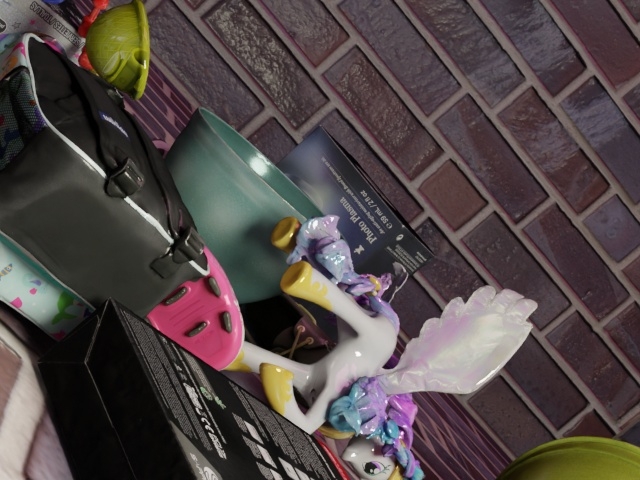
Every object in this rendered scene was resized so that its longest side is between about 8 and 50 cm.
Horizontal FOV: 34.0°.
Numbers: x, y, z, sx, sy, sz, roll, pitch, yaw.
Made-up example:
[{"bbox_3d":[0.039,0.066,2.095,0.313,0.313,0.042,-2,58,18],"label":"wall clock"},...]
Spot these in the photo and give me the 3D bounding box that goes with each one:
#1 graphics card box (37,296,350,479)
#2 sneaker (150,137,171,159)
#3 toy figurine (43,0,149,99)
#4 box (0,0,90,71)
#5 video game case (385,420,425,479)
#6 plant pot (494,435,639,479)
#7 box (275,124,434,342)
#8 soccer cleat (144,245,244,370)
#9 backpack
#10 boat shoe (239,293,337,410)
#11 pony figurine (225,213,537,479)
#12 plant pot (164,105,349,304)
[{"bbox_3d":[-0.064,0.224,0.903,0.371,0.094,0.233,46,7,-48],"label":"graphics card box"},{"bbox_3d":[-0.237,-0.074,1.612,0.108,0.100,0.271,57,7,22],"label":"sneaker"},{"bbox_3d":[-0.326,-0.305,1.219,0.217,0.191,0.363,14,49,-31],"label":"toy figurine"},{"bbox_3d":[-0.424,-0.294,1.351,0.247,0.142,0.163,39,12,-52],"label":"box"},{"bbox_3d":[0.070,0.304,1.878,0.285,0.025,0.204,53,6,30],"label":"video game case"},{"bbox_3d":[0.323,0.459,1.365,0.366,0.366,0.353,51,17,20],"label":"plant pot"},{"bbox_3d":[0.000,0.000,1.985,0.296,0.294,0.182,52,8,32],"label":"box"},{"bbox_3d":[-0.198,0.007,1.215,0.331,0.116,0.143,49,5,3],"label":"soccer cleat"},{"bbox_3d":[-0.231,-0.051,0.925,0.225,0.191,0.254,48,12,-44],"label":"backpack"},{"bbox_3d":[-0.044,0.155,1.550,0.305,0.109,0.091,46,2,39],"label":"boat shoe"},{"bbox_3d":[0.055,0.138,1.336,0.302,0.351,0.363,5,-35,52],"label":"pony figurine"},{"bbox_3d":[-0.131,-0.022,1.502,0.293,0.196,0.293,43,7,-6],"label":"plant pot"}]
